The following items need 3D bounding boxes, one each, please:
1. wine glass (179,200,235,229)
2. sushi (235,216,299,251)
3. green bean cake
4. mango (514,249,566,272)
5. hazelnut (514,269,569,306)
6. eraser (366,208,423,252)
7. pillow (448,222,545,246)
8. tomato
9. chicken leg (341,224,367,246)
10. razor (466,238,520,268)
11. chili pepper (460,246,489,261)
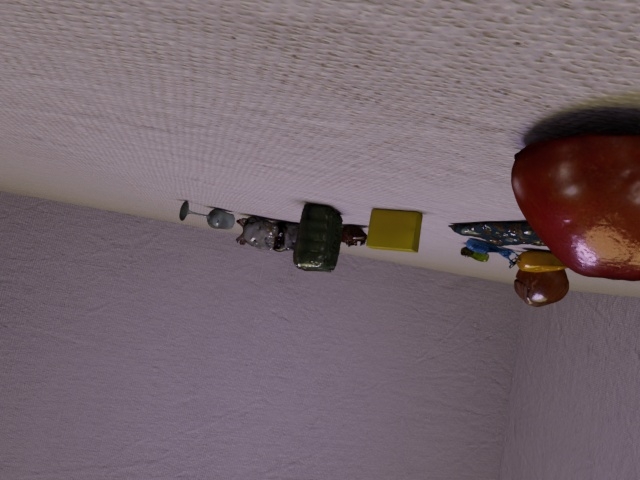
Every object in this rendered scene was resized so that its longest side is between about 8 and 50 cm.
[{"bbox_3d":[-0.422,-0.090,1.633,0.195,0.079,0.079,14,174,-38],"label":"wine glass"},{"bbox_3d":[-0.167,-0.018,1.721,0.332,0.124,0.130,8,-174,0],"label":"sushi"},{"bbox_3d":[0.000,0.000,1.213,0.094,0.181,0.173,7,173,15],"label":"green bean cake"},{"bbox_3d":[0.687,0.065,1.328,0.187,0.066,0.101,4,167,6],"label":"mango"},{"bbox_3d":[0.784,0.152,1.530,0.182,0.182,0.182,9,176,1],"label":"hazelnut"},{"bbox_3d":[0.180,-0.023,1.056,0.122,0.097,0.045,7,172,33],"label":"eraser"},{"bbox_3d":[0.458,-0.014,1.036,0.189,0.034,0.255,14,176,-25],"label":"pillow"},{"bbox_3d":[0.316,-0.027,0.445,0.233,0.139,0.200,8,-178,17],"label":"tomato"},{"bbox_3d":[0.114,-0.016,1.529,0.105,0.063,0.234,5,175,3],"label":"chicken leg"},{"bbox_3d":[0.550,0.035,1.375,0.253,0.042,0.082,13,132,-32],"label":"razor"},{"bbox_3d":[0.526,0.044,1.497,0.052,0.050,0.201,-14,164,37],"label":"chili pepper"}]
